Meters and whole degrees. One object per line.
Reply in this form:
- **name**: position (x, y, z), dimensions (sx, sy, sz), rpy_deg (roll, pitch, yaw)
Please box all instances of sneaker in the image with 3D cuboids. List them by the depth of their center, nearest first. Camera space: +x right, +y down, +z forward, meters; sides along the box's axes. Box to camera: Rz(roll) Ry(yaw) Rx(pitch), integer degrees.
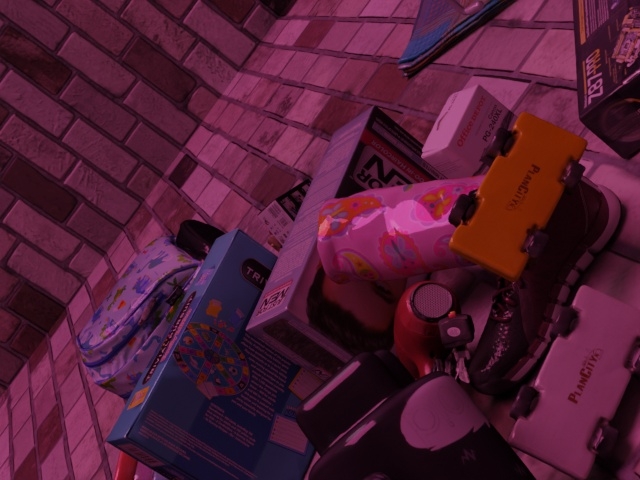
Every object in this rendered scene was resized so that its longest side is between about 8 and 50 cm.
- **sneaker**: position (0.209, 0.023, 1.294), dimensions (0.281, 0.162, 0.106), rpy_deg (-58, 20, -12)

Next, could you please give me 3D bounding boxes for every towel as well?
- **towel**: position (0.296, -0.481, 2.128), dimensions (0.370, 0.040, 0.272), rpy_deg (-31, 30, 48)

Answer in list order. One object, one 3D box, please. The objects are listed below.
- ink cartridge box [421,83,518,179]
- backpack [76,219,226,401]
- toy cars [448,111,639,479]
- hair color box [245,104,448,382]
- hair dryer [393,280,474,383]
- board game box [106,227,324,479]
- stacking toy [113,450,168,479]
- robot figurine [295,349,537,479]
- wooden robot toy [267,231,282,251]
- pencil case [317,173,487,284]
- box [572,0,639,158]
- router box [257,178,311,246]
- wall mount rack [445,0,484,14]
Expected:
- **ink cartridge box**: position (0.223, -0.117, 1.514), dimensions (0.063, 0.150, 0.109), rpy_deg (-17, 41, 59)
- **backpack**: position (-0.293, 0.145, 2.169), dimensions (0.356, 0.273, 0.290), rpy_deg (-64, 25, 7)
- **toy cars**: position (0.227, 0.056, 1.159), dimensions (0.087, 0.176, 0.394), rpy_deg (93, 165, -63)
- **hair color box**: position (0.057, 0.012, 1.626), dimensions (0.113, 0.185, 0.375), rpy_deg (-29, 32, 51)
- **hair dryer**: position (0.118, 0.159, 1.317), dimensions (0.293, 0.080, 0.224), rpy_deg (-78, -6, -80)
- **board game box**: position (-0.104, 0.193, 1.589), dimensions (0.079, 0.253, 0.336), rpy_deg (-23, 36, 57)
- **stacking toy**: position (-0.285, 0.498, 1.792), dimensions (0.309, 0.130, 0.280), rpy_deg (-94, 18, -66)
- **robot figurine**: position (0.098, 0.235, 1.037), dimensions (0.209, 0.278, 0.174), rpy_deg (-28, -17, -38)
- **wooden robot toy**: position (-0.037, -0.019, 2.076), dimensions (0.079, 0.076, 0.173), rpy_deg (-49, 17, -20)
- **pencil case**: position (0.138, -0.016, 1.440), dimensions (0.284, 0.124, 0.124), rpy_deg (-10, 39, 23)
- **box**: position (0.458, -0.325, 1.414), dimensions (0.318, 0.097, 0.395), rpy_deg (-38, 25, 33)
- **router box**: position (0.000, 0.000, 1.735), dimensions (0.046, 0.179, 0.133), rpy_deg (-40, -2, 28)
- **wall mount rack**: position (0.336, -0.549, 1.947), dimensions (0.304, 0.130, 0.350), rpy_deg (-36, 26, 45)
